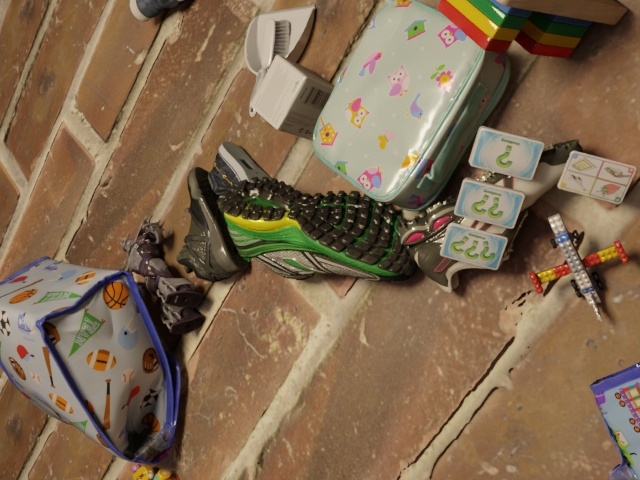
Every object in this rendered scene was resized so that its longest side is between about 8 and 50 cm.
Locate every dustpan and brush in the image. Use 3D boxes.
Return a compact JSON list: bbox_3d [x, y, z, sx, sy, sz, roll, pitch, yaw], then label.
[{"bbox_3d":[-0.092,-0.321,1.128,0.147,0.060,0.211,8,91,38],"label":"dustpan and brush"}]

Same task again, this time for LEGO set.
[{"bbox_3d":[0.282,-0.016,0.748,0.244,0.060,0.183,16,119,7],"label":"LEGO set"}]

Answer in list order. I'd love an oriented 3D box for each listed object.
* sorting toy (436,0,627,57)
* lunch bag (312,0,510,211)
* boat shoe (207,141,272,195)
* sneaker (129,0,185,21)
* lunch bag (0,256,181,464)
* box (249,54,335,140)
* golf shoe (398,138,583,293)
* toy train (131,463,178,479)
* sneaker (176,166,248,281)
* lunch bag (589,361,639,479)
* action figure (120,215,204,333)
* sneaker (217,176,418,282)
[{"bbox_3d":[0.205,-0.329,0.786,0.255,0.257,0.089,53,134,28],"label":"sorting toy"},{"bbox_3d":[0.126,-0.187,0.909,0.224,0.107,0.279,40,108,35],"label":"lunch bag"},{"bbox_3d":[-0.141,-0.096,1.153,0.183,0.065,0.083,51,124,32],"label":"boat shoe"},{"bbox_3d":[-0.322,-0.588,1.313,0.163,0.086,0.227,-5,84,39],"label":"sneaker"},{"bbox_3d":[-0.461,0.243,1.244,0.327,0.239,0.386,4,120,42],"label":"lunch bag"},{"bbox_3d":[-0.041,-0.238,1.055,0.087,0.101,0.102,45,113,32],"label":"box"},{"bbox_3d":[0.238,-0.034,0.839,0.272,0.105,0.120,-35,84,35],"label":"golf shoe"},{"bbox_3d":[-0.333,0.513,1.260,0.166,0.046,0.125,-13,80,40],"label":"toy train"},{"bbox_3d":[-0.229,-0.023,1.194,0.130,0.087,0.228,-29,74,26],"label":"sneaker"},{"bbox_3d":[0.431,0.210,0.646,0.293,0.138,0.221,-40,66,39],"label":"lunch bag"},{"bbox_3d":[-0.337,0.064,1.265,0.285,0.099,0.186,38,125,39],"label":"action figure"},{"bbox_3d":[0.000,0.000,1.010,0.343,0.134,0.146,17,137,29],"label":"sneaker"}]
